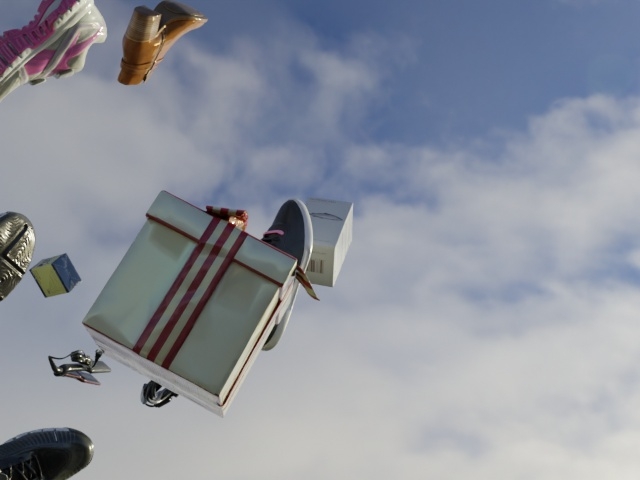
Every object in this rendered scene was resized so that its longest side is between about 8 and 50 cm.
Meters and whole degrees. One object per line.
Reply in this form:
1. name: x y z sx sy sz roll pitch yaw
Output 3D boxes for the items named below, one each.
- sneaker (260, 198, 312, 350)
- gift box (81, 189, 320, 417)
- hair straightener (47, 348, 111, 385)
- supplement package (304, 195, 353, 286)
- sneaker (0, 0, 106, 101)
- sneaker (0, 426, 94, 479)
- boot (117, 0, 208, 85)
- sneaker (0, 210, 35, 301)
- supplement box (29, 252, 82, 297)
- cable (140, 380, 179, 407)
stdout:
1. sneaker: -0.111 0.038 1.574 0.147 0.296 0.104 29 -24 -35
2. gift box: -0.163 0.101 1.309 0.276 0.258 0.255 28 -19 0
3. hair straightener: -0.524 0.266 1.917 0.089 0.047 0.230 -51 -23 -3
4. supplement package: 0.000 0.000 1.842 0.105 0.179 0.105 8 -55 10
5. sneaker: -0.438 -0.291 1.382 0.252 0.103 0.111 -38 -41 4
6. sneaker: -0.382 0.281 1.017 0.234 0.078 0.106 -10 7 -15
7. boot: -0.311 -0.380 1.685 0.197 0.073 0.152 -21 -38 -50
8. sneaker: -0.824 0.088 1.836 0.257 0.447 0.169 23 -23 35
9. supplement box: -0.642 0.085 2.110 0.083 0.056 0.083 -13 -68 28
10. cable: -0.276 0.278 1.707 0.150 0.047 0.184 -15 -23 -24
